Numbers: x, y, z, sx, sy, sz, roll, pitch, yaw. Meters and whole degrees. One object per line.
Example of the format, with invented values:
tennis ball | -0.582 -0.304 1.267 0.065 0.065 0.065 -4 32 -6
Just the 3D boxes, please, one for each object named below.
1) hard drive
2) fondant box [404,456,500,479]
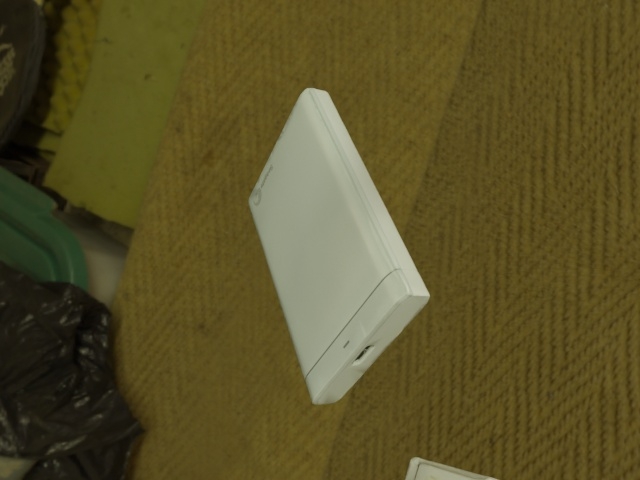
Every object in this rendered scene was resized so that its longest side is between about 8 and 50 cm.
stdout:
hard drive | 0.000 0.000 0.807 0.233 0.047 0.353 -57 41 39
fondant box | 0.184 0.334 0.451 0.096 0.330 0.238 -20 46 63
